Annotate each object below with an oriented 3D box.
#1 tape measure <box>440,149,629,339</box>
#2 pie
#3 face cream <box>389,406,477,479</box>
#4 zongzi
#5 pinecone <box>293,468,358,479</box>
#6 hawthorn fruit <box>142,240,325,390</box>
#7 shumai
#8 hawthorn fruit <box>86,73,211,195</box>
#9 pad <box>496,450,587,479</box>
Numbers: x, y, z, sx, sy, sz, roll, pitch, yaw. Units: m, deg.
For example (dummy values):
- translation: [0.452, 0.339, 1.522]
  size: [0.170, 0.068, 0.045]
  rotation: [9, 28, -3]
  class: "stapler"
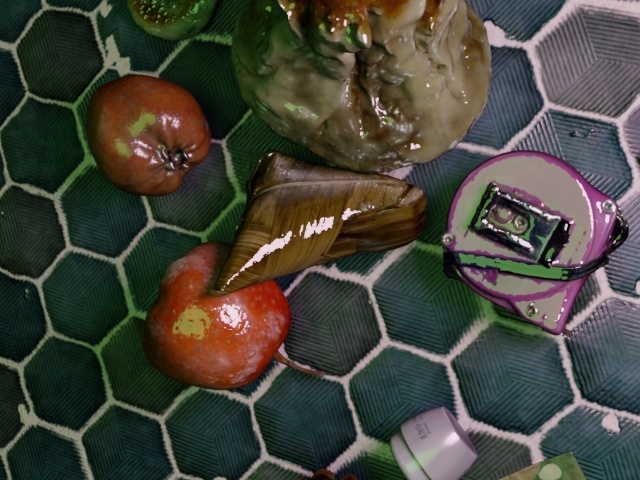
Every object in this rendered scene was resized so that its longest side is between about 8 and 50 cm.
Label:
- translation: [0.301, -0.009, 1.193]
  size: [0.245, 0.149, 0.232]
  rotation: [25, 100, 16]
  class: "tape measure"
- translation: [-0.253, -0.437, 1.424]
  size: [0.186, 0.041, 0.187]
  rotation: [0, 90, 19]
  class: "pie"
- translation: [0.171, 0.318, 1.262]
  size: [0.104, 0.117, 0.117]
  rotation: [-36, 80, 8]
  class: "face cream"
- translation: [0.000, 0.000, 1.233]
  size: [0.285, 0.288, 0.134]
  rotation: [9, 133, 16]
  class: "zongzi"
- translation: [-0.005, 0.456, 1.284]
  size: [0.207, 0.207, 0.208]
  rotation: [0, 91, 18]
  class: "pinecone"
- translation: [-0.157, 0.120, 1.301]
  size: [0.262, 0.235, 0.231]
  rotation: [6, 101, 24]
  class: "hawthorn fruit"
- translation: [0.062, -0.295, 1.147]
  size: [0.397, 0.323, 0.324]
  rotation: [20, 78, 4]
  class: "shumai"
- translation: [-0.306, -0.194, 1.383]
  size: [0.251, 0.199, 0.199]
  rotation: [42, 103, 27]
  class: "hawthorn fruit"
- translation: [0.364, 0.453, 1.260]
  size: [0.158, 0.003, 0.235]
  rotation: [-28, 82, 17]
  class: "pad"
